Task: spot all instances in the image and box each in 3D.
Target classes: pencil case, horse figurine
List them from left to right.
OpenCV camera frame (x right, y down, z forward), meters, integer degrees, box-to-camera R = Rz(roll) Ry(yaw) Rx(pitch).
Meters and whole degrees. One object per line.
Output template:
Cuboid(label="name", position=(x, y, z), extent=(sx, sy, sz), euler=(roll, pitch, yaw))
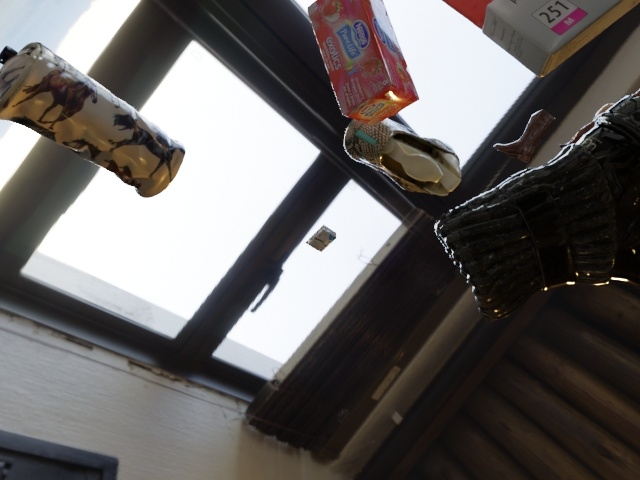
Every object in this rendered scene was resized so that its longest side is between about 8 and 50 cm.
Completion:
Cuboid(label="pencil case", position=(-0.477, -0.234, 1.076), extent=(0.184, 0.410, 0.159), euler=(-9, -116, 30))
Cuboid(label="horse figurine", position=(0.721, -0.293, 1.242), extent=(0.263, 0.174, 0.066), euler=(-26, -122, -12))

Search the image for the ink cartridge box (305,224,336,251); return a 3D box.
Cuboid(label="ink cartridge box", position=(0.000, 0.000, 1.410), extent=(0.083, 0.048, 0.028), euler=(-44, -154, 28))

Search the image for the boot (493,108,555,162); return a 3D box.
Cuboid(label="boot", position=(0.448, -0.237, 1.115), extent=(0.106, 0.037, 0.114), euler=(36, -71, 44))

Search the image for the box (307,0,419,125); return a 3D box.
Cuboid(label="box", position=(0.087, -0.380, 1.031), extent=(0.123, 0.128, 0.256), euler=(-25, -104, 33))

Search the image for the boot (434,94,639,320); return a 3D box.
Cuboid(label="boot", position=(0.314, 0.032, 0.607), extent=(0.260, 0.348, 0.131), euler=(-38, -156, 8))

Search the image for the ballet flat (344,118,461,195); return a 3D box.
Cuboid(label="ballet flat", position=(0.262, -0.198, 1.332), extent=(0.182, 0.483, 0.164), euler=(41, -69, 39))

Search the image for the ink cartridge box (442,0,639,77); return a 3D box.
Cuboid(label="ink cartridge box", position=(0.353, -0.409, 0.769), extent=(0.275, 0.060, 0.239), euler=(-38, -111, -6))
